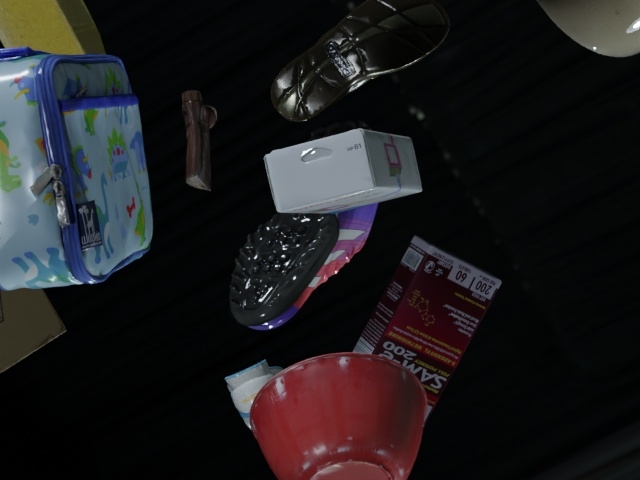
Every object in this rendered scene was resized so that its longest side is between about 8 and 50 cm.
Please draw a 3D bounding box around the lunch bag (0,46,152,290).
[{"bbox_3d":[-0.193,-0.058,1.063,0.219,0.090,0.176,-37,-62,-81],"label":"lunch bag"}]

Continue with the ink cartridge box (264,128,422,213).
[{"bbox_3d":[0.021,-0.055,1.157,0.122,0.089,0.052,1,-104,-68],"label":"ink cartridge box"}]

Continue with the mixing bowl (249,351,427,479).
[{"bbox_3d":[0.024,0.207,1.390,0.181,0.181,0.098,53,-161,-41],"label":"mixing bowl"}]

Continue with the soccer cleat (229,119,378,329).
[{"bbox_3d":[0.000,0.000,1.527,0.116,0.109,0.318,64,-145,-32],"label":"soccer cleat"}]

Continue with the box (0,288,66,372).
[{"bbox_3d":[-0.351,0.038,1.350,0.164,0.021,0.201,-36,-80,-51],"label":"box"}]

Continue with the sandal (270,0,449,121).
[{"bbox_3d":[0.045,-0.207,1.594,0.090,0.219,0.060,56,-166,4],"label":"sandal"}]

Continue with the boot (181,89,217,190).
[{"bbox_3d":[-0.138,-0.104,1.621,0.106,0.037,0.114,51,-150,-73],"label":"boot"}]

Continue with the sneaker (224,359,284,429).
[{"bbox_3d":[-0.082,0.233,2.018,0.228,0.087,0.092,50,-164,-79],"label":"sneaker"}]

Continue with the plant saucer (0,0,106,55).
[{"bbox_3d":[-0.331,-0.288,1.558,0.332,0.081,0.332,-118,2,-55],"label":"plant saucer"}]

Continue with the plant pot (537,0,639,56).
[{"bbox_3d":[0.420,-0.408,1.836,0.284,0.191,0.284,12,-113,-31],"label":"plant pot"}]

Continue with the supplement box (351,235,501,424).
[{"bbox_3d":[0.141,0.129,2.006,0.130,0.239,0.073,26,-175,-22],"label":"supplement box"}]
